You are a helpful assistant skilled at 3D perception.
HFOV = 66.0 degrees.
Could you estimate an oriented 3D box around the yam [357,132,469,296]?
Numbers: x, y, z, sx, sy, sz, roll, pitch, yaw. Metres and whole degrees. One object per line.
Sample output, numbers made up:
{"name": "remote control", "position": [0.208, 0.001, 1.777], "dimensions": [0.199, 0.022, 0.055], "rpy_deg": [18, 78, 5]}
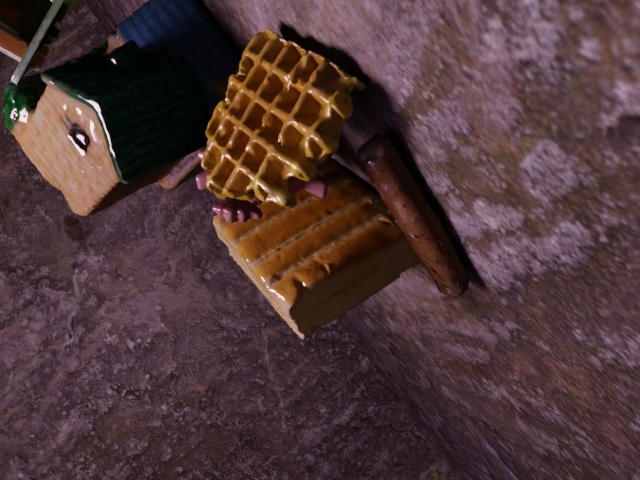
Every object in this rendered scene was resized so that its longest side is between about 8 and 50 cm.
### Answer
{"name": "yam", "position": [0.121, -0.027, 0.628], "dimensions": [0.241, 0.057, 0.057], "rpy_deg": [56, 169, -21]}

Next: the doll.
{"name": "doll", "position": [-0.083, -0.121, 0.753], "dimensions": [0.211, 0.262, 0.093], "rpy_deg": [10, 137, 6]}

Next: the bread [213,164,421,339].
{"name": "bread", "position": [0.000, 0.000, 0.766], "dimensions": [0.239, 0.246, 0.111], "rpy_deg": [43, 157, 40]}

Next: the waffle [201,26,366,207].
{"name": "waffle", "position": [-0.065, -0.133, 0.614], "dimensions": [0.057, 0.219, 0.229], "rpy_deg": [22, -163, -46]}

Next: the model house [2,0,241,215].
{"name": "model house", "position": [-0.319, -0.270, 0.913], "dimensions": [0.343, 0.382, 0.334], "rpy_deg": [-25, 105, 43]}

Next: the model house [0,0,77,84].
{"name": "model house", "position": [-0.484, -0.461, 0.681], "dimensions": [0.324, 0.340, 0.300], "rpy_deg": [28, -167, -34]}
